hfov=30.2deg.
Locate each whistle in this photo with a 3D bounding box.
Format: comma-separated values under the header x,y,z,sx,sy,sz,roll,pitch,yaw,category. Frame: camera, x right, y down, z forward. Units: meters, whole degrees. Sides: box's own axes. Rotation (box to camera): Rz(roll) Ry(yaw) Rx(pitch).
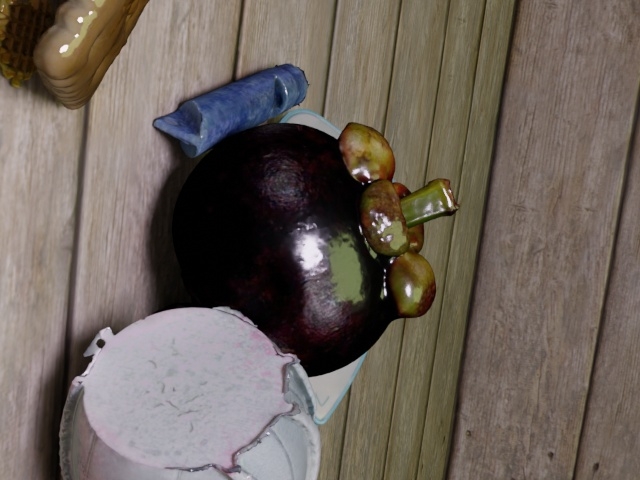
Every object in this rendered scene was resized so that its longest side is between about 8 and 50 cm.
x,y,z,sx,sy,sz,roll,pitch,yaw,category
-0.095,-0.151,1.359,0.304,0.062,0.062,-39,137,-63,whistle

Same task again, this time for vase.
x,y,z,sx,sy,sz,roll,pitch,yaw,category
-0.130,0.276,1.216,0.445,0.249,0.250,93,18,-46,vase

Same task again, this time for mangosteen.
x,y,z,sx,sy,sz,roll,pitch,yaw,category
0.000,0.000,1.265,0.275,0.302,0.275,-20,90,-82,mangosteen

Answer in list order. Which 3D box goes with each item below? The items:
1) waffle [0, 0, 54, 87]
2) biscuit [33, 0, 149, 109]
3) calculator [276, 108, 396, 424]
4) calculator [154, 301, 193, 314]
x,y,z,sx,sy,sz,roll,pitch,yaw,category
-0.242,-0.170,0.976,0.085,0.016,0.078,-54,154,-51,waffle
-0.132,-0.256,0.969,0.325,0.044,0.217,-61,-176,-6,biscuit
-0.015,0.016,1.476,0.256,0.054,0.386,38,59,-27,calculator
-0.171,0.124,1.342,0.166,0.024,0.103,-31,129,-68,calculator
